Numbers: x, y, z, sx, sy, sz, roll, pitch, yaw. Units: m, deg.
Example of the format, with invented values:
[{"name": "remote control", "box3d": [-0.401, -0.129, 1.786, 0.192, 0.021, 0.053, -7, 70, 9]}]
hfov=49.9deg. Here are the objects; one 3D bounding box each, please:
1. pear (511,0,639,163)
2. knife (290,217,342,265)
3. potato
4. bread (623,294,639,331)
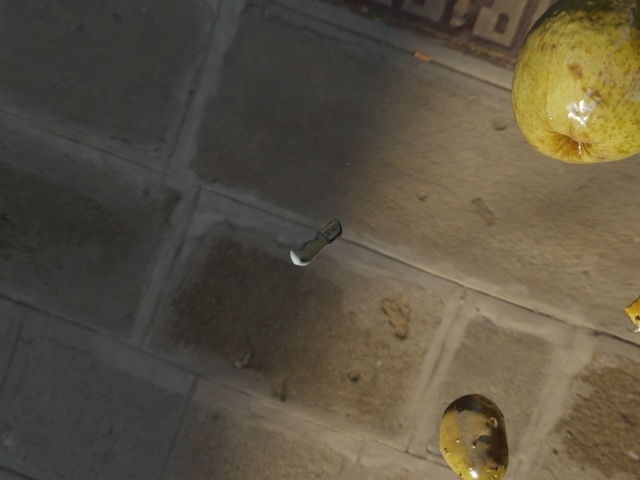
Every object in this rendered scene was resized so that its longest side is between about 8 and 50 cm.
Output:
[{"name": "pear", "box3d": [0.343, -0.196, 0.859, 0.228, 0.188, 0.211, 40, 81, -44]}, {"name": "knife", "box3d": [0.001, 0.000, 0.951, 0.028, 0.210, 0.015, 44, 111, 3]}, {"name": "potato", "box3d": [0.301, 0.388, 1.347, 0.137, 0.137, 0.175, -4, 82, 3]}, {"name": "bread", "box3d": [0.693, 0.157, 1.237, 0.111, 0.246, 0.239, -14, 59, -21]}]
